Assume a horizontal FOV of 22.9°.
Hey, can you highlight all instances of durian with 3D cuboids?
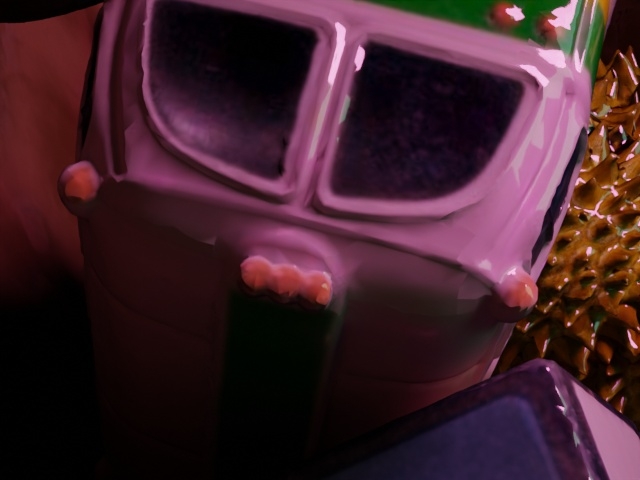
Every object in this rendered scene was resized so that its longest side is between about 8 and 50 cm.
[{"bbox_3d":[0.146,0.010,0.885,0.291,0.225,0.291,15,40,-13],"label":"durian"}]

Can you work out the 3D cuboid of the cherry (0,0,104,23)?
[{"bbox_3d":[-0.118,-0.163,0.557,0.195,0.195,0.195,56,17,-27],"label":"cherry"}]

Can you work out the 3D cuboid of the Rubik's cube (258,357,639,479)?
[{"bbox_3d":[0.040,0.182,0.466,0.207,0.205,0.205,37,31,-62],"label":"Rubik's cube"}]

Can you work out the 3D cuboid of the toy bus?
[{"bbox_3d":[0.000,0.000,0.532,0.305,0.143,0.179,102,1,-63],"label":"toy bus"}]
